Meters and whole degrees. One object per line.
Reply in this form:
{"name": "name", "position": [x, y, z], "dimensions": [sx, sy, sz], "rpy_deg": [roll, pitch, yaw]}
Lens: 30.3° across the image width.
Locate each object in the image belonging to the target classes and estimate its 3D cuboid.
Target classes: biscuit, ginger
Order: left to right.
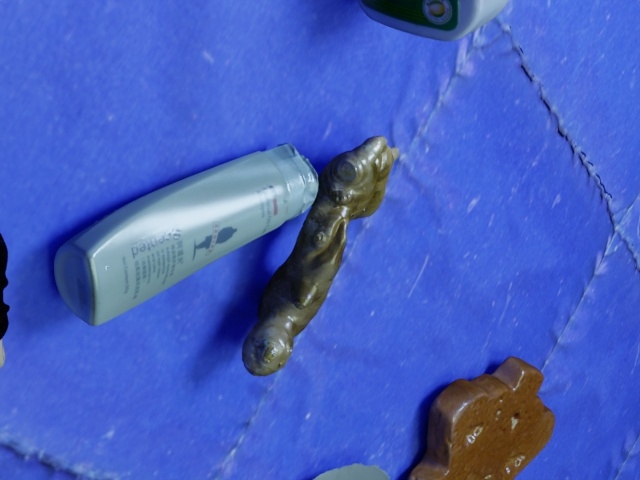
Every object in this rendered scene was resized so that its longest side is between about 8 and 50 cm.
{"name": "ginger", "position": [0.000, 0.000, 0.926], "dimensions": [0.193, 0.052, 0.176], "rpy_deg": [-56, 167, -45]}
{"name": "biscuit", "position": [0.159, 0.271, 1.339], "dimensions": [0.284, 0.043, 0.306], "rpy_deg": [27, 91, -56]}

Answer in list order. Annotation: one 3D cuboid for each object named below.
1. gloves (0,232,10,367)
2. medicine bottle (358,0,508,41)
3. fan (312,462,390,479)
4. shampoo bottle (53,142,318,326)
{"name": "gloves", "position": [-0.237, 0.033, 0.599], "dimensions": [0.164, 0.124, 0.203], "rpy_deg": [3, 139, -25]}
{"name": "medicine bottle", "position": [0.076, -0.239, 0.829], "dimensions": [0.069, 0.119, 0.183], "rpy_deg": [-33, 135, -37]}
{"name": "fan", "position": [0.053, 0.291, 1.198], "dimensions": [0.329, 0.009, 0.190], "rpy_deg": [-8, 119, -39]}
{"name": "shampoo bottle", "position": [-0.088, -0.010, 0.821], "dimensions": [0.212, 0.049, 0.072], "rpy_deg": [-29, 128, -41]}
